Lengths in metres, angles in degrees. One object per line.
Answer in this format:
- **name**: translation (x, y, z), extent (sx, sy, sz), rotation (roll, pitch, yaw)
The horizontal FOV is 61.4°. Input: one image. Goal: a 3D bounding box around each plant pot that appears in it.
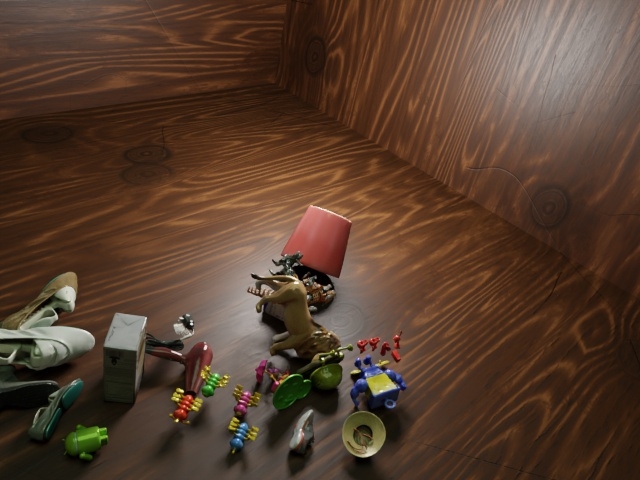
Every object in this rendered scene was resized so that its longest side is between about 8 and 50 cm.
- **plant pot**: translation (0.000, 0.000, 2.262), extent (0.274, 0.243, 0.275), rotation (22, -1, 1)

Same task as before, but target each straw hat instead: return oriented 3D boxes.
- **straw hat**: translation (0.132, 0.619, 1.697), extent (0.144, 0.061, 0.145), rotation (1, 50, -1)

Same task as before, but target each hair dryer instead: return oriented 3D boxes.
- **hair dryer**: translation (-0.469, 0.391, 1.783), extent (0.223, 0.080, 0.293), rotation (-20, 54, -34)

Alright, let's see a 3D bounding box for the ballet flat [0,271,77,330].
- **ballet flat**: translation (-0.916, 0.232, 1.811), extent (0.124, 0.116, 0.342), rotation (11, 34, 22)

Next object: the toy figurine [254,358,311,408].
- **toy figurine**: translation (-0.140, 0.459, 1.800), extent (0.159, 0.130, 0.173), rotation (31, 15, 38)

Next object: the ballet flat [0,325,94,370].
- **ballet flat**: translation (-0.904, 0.336, 1.633), extent (0.399, 0.139, 0.139), rotation (8, 34, -23)

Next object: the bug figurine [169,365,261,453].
- **bug figurine**: translation (-0.311, 0.518, 1.659), extent (0.278, 0.072, 0.216), rotation (27, 41, 2)

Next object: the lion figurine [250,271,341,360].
- **lion figurine**: translation (-0.086, 0.266, 1.915), extent (0.240, 0.393, 0.142), rotation (-17, 13, 8)

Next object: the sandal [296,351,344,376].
- **sandal**: translation (-0.006, 0.419, 1.862), extent (0.180, 0.072, 0.049), rotation (-24, 56, 8)

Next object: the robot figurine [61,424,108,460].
- **robot figurine**: translation (-0.655, 0.558, 1.499), extent (0.115, 0.067, 0.101), rotation (-7, 48, -27)

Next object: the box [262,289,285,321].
- **box**: translation (-0.135, 0.245, 2.116), extent (0.137, 0.072, 0.126), rotation (25, 36, 14)

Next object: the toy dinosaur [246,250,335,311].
- **toy dinosaur**: translation (-0.107, 0.174, 2.046), extent (0.321, 0.164, 0.219), rotation (15, 46, -37)

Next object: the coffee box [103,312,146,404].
- **coffee box**: translation (-0.595, 0.362, 1.638), extent (0.098, 0.247, 0.141), rotation (9, 35, -9)

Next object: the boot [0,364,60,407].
- **boot**: translation (-0.913, 0.420, 1.600), extent (0.246, 0.084, 0.161), rotation (-2, 28, -29)

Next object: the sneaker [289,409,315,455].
- **sneaker**: translation (-0.046, 0.602, 1.679), extent (0.065, 0.061, 0.158), rotation (41, 36, -8)

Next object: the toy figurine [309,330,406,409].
- **toy figurine**: translation (0.172, 0.474, 1.816), extent (0.362, 0.191, 0.217), rotation (-9, 46, -28)

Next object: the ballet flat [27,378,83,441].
- **ballet flat**: translation (-0.773, 0.481, 1.565), extent (0.068, 0.072, 0.213), rotation (11, 35, 3)
